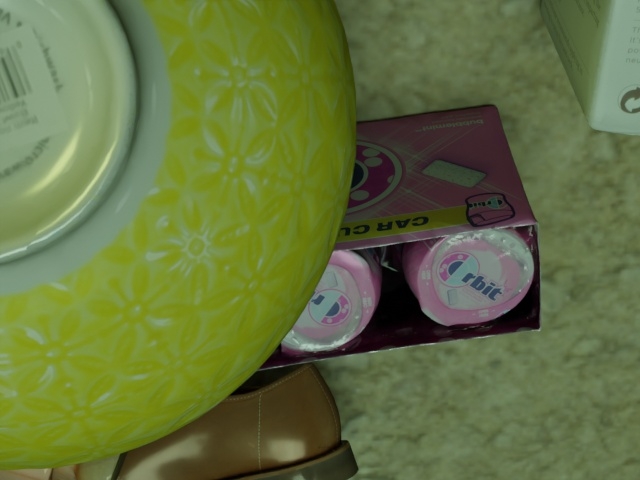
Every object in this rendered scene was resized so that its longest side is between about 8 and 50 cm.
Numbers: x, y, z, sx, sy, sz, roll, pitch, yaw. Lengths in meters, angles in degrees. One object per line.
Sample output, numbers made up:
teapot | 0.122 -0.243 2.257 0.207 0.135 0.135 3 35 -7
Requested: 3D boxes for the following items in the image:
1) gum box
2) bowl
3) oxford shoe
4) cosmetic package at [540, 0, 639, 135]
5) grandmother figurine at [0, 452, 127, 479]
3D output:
gum box | 0.000 0.000 0.746 0.188 0.107 0.062 -8 123 0
bowl | -0.121 -0.048 0.600 0.290 0.156 0.289 0 91 -4
oxford shoe | -0.091 0.111 0.846 0.212 0.076 0.076 -15 93 7
cosmetic package | 0.152 -0.169 0.645 0.086 0.117 0.231 2 124 -7
grandmother figurine | -0.271 0.089 0.753 0.342 0.207 0.104 20 146 -1
